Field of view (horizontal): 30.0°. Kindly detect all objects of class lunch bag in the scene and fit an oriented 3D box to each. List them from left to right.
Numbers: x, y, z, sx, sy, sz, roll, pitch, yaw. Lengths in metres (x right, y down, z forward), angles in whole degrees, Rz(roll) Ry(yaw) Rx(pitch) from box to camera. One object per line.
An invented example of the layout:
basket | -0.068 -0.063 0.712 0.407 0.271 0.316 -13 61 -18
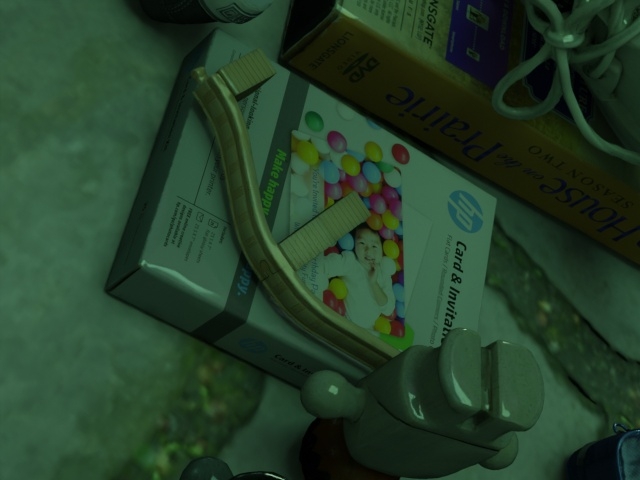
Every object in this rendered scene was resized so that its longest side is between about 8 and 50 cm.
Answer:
lunch bag | 0.173 0.145 0.640 0.067 0.065 0.098 2 68 -20

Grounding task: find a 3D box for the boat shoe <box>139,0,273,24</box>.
boat shoe | -0.070 -0.219 0.602 0.080 0.076 0.228 -9 94 -61

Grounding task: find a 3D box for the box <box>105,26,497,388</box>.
box | 0.000 0.000 0.597 0.186 0.038 0.145 30 54 -24

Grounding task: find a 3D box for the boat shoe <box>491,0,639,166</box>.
boat shoe | 0.147 -0.135 0.629 0.156 0.136 0.367 -19 77 -41

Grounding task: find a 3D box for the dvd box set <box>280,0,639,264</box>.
dvd box set | 0.184 -0.147 0.795 0.420 0.062 0.307 26 54 -25

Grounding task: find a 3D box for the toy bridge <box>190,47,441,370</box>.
toy bridge | -0.004 -0.001 0.550 0.063 0.026 0.188 -37 93 -40

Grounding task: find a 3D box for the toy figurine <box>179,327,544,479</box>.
toy figurine | 0.028 0.160 0.476 0.213 0.148 0.209 -33 84 -40
